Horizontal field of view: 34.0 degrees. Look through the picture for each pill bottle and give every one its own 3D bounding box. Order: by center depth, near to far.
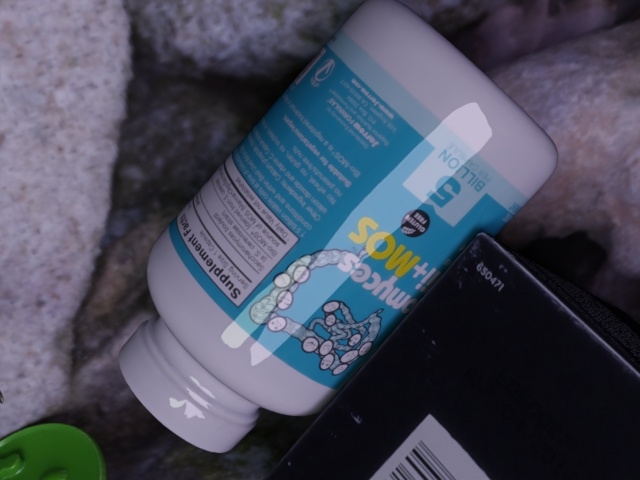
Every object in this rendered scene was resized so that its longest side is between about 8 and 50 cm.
[{"bbox_3d":[0.000,0.000,0.611,0.146,0.146,0.264,36,102,-28],"label":"pill bottle"}]

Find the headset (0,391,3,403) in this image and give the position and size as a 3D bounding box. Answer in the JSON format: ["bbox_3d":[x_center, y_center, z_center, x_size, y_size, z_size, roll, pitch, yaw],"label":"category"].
[{"bbox_3d":[-0.315,0.218,0.565,0.243,0.185,0.394,34,100,-29],"label":"headset"}]

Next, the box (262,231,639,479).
[{"bbox_3d":[0.112,0.183,0.655,0.296,0.183,0.294,-49,149,11],"label":"box"}]

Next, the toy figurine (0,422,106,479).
[{"bbox_3d":[-0.180,0.225,0.704,0.173,0.130,0.159,-16,132,17],"label":"toy figurine"}]
